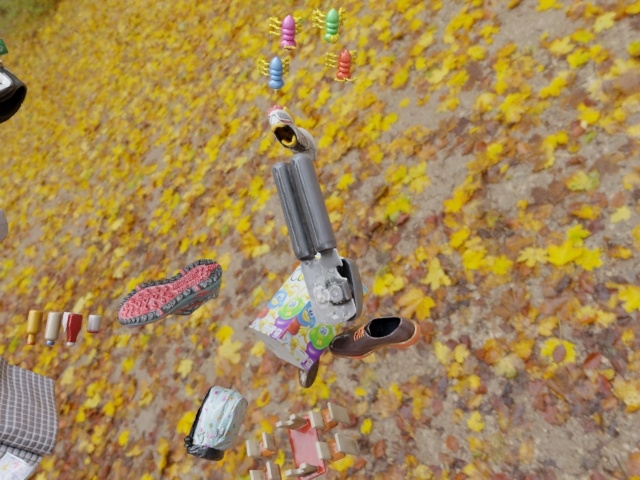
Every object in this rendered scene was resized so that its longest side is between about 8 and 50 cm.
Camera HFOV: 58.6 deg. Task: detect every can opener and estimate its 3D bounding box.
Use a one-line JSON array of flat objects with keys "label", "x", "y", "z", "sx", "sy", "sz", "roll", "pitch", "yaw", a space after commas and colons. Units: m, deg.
[{"label": "can opener", "x": 0.000, "y": 0.000, "z": 0.939, "sx": 0.076, "sy": 0.095, "sz": 0.283, "roll": -19, "pitch": 83, "yaw": 29}]

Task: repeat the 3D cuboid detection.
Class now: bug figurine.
[{"label": "bug figurine", "x": -0.027, "y": -0.499, "z": 1.512, "sx": 0.279, "sy": 0.216, "sz": 0.072, "roll": -11, "pitch": 41, "yaw": -10}]

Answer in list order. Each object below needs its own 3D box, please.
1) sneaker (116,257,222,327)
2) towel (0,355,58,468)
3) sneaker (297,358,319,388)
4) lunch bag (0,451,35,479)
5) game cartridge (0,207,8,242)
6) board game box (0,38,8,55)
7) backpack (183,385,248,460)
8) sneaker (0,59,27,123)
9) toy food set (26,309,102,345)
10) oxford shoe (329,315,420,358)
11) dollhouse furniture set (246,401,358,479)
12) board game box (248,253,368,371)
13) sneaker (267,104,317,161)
[{"label": "sneaker", "x": -0.344, "y": 0.151, "z": 1.348, "sx": 0.262, "sy": 0.125, "sz": 0.104, "roll": -24, "pitch": 54, "yaw": -24}, {"label": "towel", "x": -0.823, "y": 0.437, "z": 1.508, "sx": 0.121, "sy": 0.235, "sz": 0.283, "roll": -47, "pitch": 39, "yaw": 9}, {"label": "sneaker", "x": -0.043, "y": 0.328, "z": 1.590, "sx": 0.071, "sy": 0.066, "sz": 0.188, "roll": -3, "pitch": 43, "yaw": 19}, {"label": "lunch bag", "x": -0.687, "y": 0.524, "z": 1.268, "sx": 0.083, "sy": 0.053, "sz": 0.071, "roll": 10, "pitch": 44, "yaw": 27}, {"label": "game cartridge", "x": -0.590, "y": 0.010, "z": 0.746, "sx": 0.198, "sy": 0.062, "sz": 0.297, "roll": 12, "pitch": 23, "yaw": 36}, {"label": "board game box", "x": -1.066, "y": -0.490, "z": 1.597, "sx": 0.317, "sy": 0.046, "sz": 0.214, "roll": -36, "pitch": 33, "yaw": -31}, {"label": "backpack", "x": -0.266, "y": 0.473, "z": 1.481, "sx": 0.115, "sy": 0.152, "sz": 0.181, "roll": 16, "pitch": 69, "yaw": 7}, {"label": "sneaker", "x": -0.674, "y": -0.374, "z": 1.093, "sx": 0.169, "sy": 0.258, "sz": 0.446, "roll": 149, "pitch": 136, "yaw": -66}, {"label": "toy food set", "x": -0.781, "y": 0.278, "z": 1.774, "sx": 0.111, "sy": 0.232, "sz": 0.104, "roll": 0, "pitch": 79, "yaw": 36}, {"label": "oxford shoe", "x": 0.125, "y": 0.249, "z": 1.531, "sx": 0.272, "sy": 0.098, "sz": 0.096, "roll": -21, "pitch": 50, "yaw": 28}, {"label": "dollhouse furniture set", "x": -0.024, "y": 0.555, "z": 1.384, "sx": 0.262, "sy": 0.135, "sz": 0.259, "roll": -31, "pitch": 52, "yaw": 20}, {"label": "board game box", "x": -0.027, "y": 0.180, "z": 1.508, "sx": 0.142, "sy": 0.144, "sz": 0.275, "roll": 9, "pitch": 54, "yaw": 52}, {"label": "sneaker", "x": -0.086, "y": -0.301, "z": 1.718, "sx": 0.088, "sy": 0.225, "sz": 0.092, "roll": -25, "pitch": 48, "yaw": 24}]
